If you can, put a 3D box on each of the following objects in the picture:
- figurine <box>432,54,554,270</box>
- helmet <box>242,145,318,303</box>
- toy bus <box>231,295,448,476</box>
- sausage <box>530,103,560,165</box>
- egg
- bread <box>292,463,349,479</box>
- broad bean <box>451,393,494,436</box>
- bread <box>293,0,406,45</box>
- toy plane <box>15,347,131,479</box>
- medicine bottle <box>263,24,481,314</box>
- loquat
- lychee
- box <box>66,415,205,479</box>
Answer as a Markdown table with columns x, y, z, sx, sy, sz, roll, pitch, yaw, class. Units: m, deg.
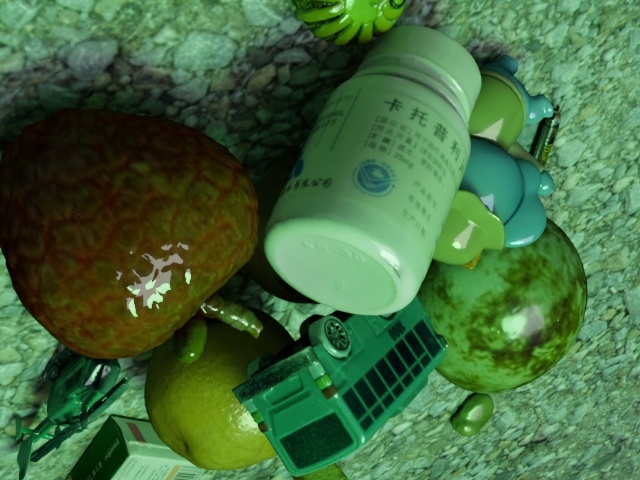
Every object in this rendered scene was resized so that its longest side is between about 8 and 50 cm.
| x | y | z | sx | sy | sz | roll | pitch | yaw | class |
| --- | --- | --- | --- | --- | --- | --- | --- | --- | --- |
| 0.198 | -0.089 | 1.217 | 0.180 | 0.154 | 0.262 | 42 | 77 | -15 | figurine |
| 0.000 | 0.000 | 1.210 | 0.224 | 0.130 | 0.198 | 24 | 113 | -46 | helmet |
| 0.034 | 0.144 | 1.139 | 0.128 | 0.147 | 0.256 | -32 | 180 | 33 | toy bus |
| 0.300 | -0.102 | 1.408 | 0.028 | 0.025 | 0.198 | -8 | 130 | -27 | sausage |
| 0.235 | 0.085 | 1.366 | 0.238 | 0.238 | 0.289 | -22 | 139 | -19 | egg |
| 0.041 | 0.477 | 1.639 | 0.077 | 0.138 | 0.361 | -30 | 137 | -13 | bread |
| 0.260 | 0.295 | 1.711 | 0.083 | 0.045 | 0.063 | -49 | 126 | 0 | broad bean |
| 0.036 | -0.267 | 1.049 | 0.130 | 0.071 | 0.139 | 0 | 125 | -30 | bread |
| -0.298 | 0.197 | 1.198 | 0.060 | 0.096 | 0.235 | 20 | 130 | -41 | toy plane |
| 0.066 | -0.079 | 1.070 | 0.293 | 0.170 | 0.170 | -65 | 149 | -32 | medicine bottle |
| -0.113 | 0.174 | 1.224 | 0.208 | 0.208 | 0.208 | -19 | 134 | -21 | loquat |
| -0.178 | 0.000 | 0.999 | 0.255 | 0.255 | 0.300 | -34 | 112 | -6 | lychee |
| -0.262 | 0.336 | 1.351 | 0.135 | 0.081 | 0.199 | 21 | 110 | -43 | box |
